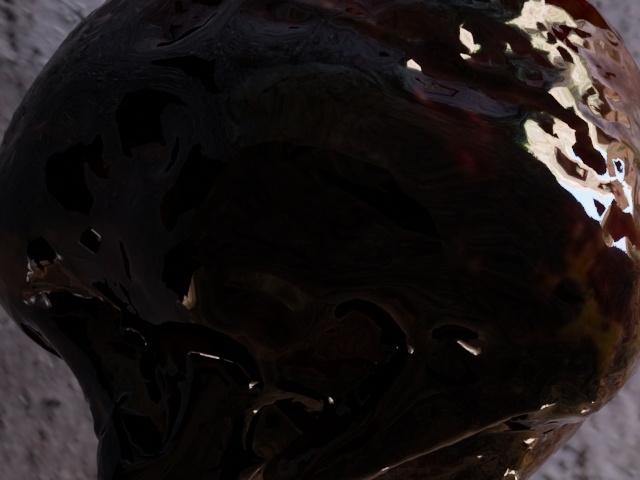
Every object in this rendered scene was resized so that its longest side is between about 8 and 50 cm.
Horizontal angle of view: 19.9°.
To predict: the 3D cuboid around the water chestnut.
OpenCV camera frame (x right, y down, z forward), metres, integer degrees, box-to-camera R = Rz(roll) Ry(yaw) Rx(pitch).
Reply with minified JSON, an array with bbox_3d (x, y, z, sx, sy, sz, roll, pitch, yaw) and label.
[{"bbox_3d":[0.000,0.000,0.744,0.289,0.244,0.289,4,103,17],"label":"water chestnut"}]
